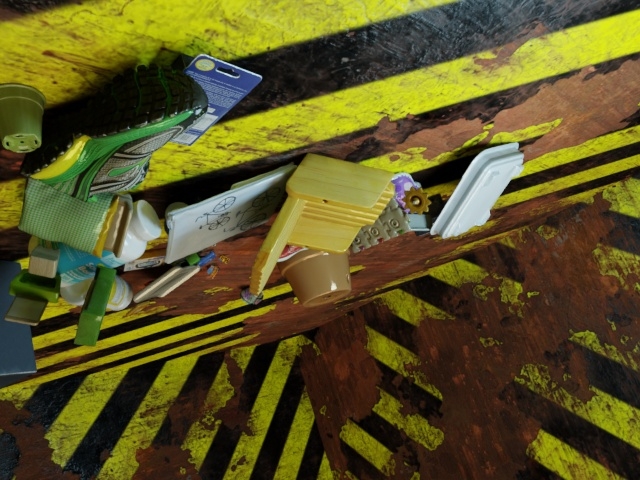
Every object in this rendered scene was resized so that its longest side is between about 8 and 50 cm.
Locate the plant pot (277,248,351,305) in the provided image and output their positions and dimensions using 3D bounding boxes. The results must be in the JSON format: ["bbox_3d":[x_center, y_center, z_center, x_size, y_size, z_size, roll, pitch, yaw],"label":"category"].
[{"bbox_3d":[-0.005,0.129,1.955,0.291,0.203,0.291,-16,162,-6],"label":"plant pot"}]

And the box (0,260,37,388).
[{"bbox_3d":[-0.924,0.245,1.223,0.396,0.293,0.212,-25,162,20],"label":"box"}]

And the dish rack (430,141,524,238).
[{"bbox_3d":[0.508,-0.144,1.604,0.286,0.072,0.332,-19,145,-42],"label":"dish rack"}]

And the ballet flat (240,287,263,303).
[{"bbox_3d":[-0.294,0.238,2.230,0.079,0.076,0.221,-37,168,-3],"label":"ballet flat"}]

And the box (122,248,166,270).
[{"bbox_3d":[-0.528,0.059,1.503,0.136,0.028,0.081,-11,161,-28],"label":"box"}]

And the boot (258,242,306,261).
[{"bbox_3d":[-0.077,-0.015,1.647,0.245,0.088,0.176,-19,164,-26],"label":"boot"}]

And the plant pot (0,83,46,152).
[{"bbox_3d":[-0.456,-0.178,0.767,0.084,0.079,0.083,-17,163,-5],"label":"plant pot"}]

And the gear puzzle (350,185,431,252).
[{"bbox_3d":[0.186,-0.087,1.523,0.339,0.175,0.044,-24,-172,43],"label":"gear puzzle"}]

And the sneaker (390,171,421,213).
[{"bbox_3d":[0.263,-0.138,1.577,0.095,0.104,0.236,-26,160,28],"label":"sneaker"}]

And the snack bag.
[{"bbox_3d":[-0.242,-0.063,1.292,0.343,0.037,0.323,-26,169,-26],"label":"snack bag"}]

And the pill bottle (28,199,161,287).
[{"bbox_3d":[-0.501,-0.002,1.146,0.264,0.146,0.146,-21,162,9],"label":"pill bottle"}]

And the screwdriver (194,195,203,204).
[{"bbox_3d":[-0.313,-0.082,1.322,0.024,0.025,0.170,-15,171,-14],"label":"screwdriver"}]

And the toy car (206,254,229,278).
[{"bbox_3d":[-0.357,0.081,1.760,0.041,0.060,0.122,35,118,-14],"label":"toy car"}]

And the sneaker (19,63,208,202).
[{"bbox_3d":[-0.317,-0.167,0.830,0.344,0.134,0.146,-18,147,25],"label":"sneaker"}]

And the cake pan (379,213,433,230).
[{"bbox_3d":[0.243,-0.058,1.716,0.294,0.054,0.293,0,180,0],"label":"cake pan"}]

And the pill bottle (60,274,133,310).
[{"bbox_3d":[-0.649,0.145,1.489,0.119,0.119,0.208,-20,162,4],"label":"pill bottle"}]

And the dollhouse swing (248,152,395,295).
[{"bbox_3d":[0.000,0.000,1.332,0.316,0.304,0.346,12,157,-6],"label":"dollhouse swing"}]

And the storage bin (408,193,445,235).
[{"bbox_3d":[0.402,-0.091,1.894,0.122,0.084,0.180,-20,163,4],"label":"storage bin"}]

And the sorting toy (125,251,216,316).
[{"bbox_3d":[-0.496,0.126,1.627,0.348,0.047,0.196,-36,175,3],"label":"sorting toy"}]

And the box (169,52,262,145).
[{"bbox_3d":[-0.220,-0.244,0.874,0.225,0.036,0.137,-29,160,35],"label":"box"}]

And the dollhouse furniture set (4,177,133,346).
[{"bbox_3d":[-0.500,0.037,0.987,0.198,0.151,0.301,16,123,-19],"label":"dollhouse furniture set"}]

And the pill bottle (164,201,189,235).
[{"bbox_3d":[-0.363,-0.044,1.291,0.067,0.067,0.120,-11,161,-23],"label":"pill bottle"}]
